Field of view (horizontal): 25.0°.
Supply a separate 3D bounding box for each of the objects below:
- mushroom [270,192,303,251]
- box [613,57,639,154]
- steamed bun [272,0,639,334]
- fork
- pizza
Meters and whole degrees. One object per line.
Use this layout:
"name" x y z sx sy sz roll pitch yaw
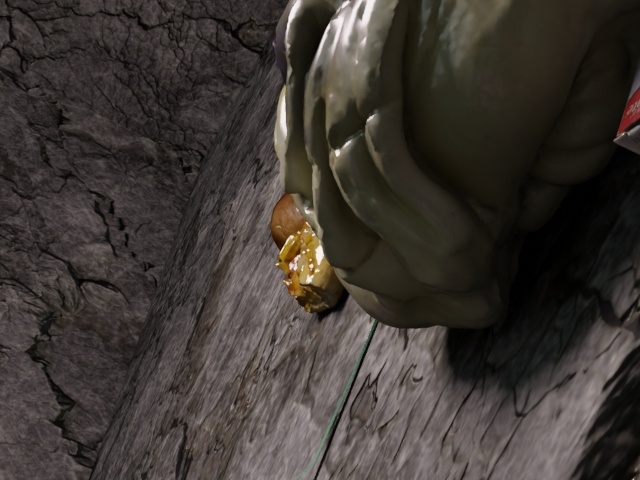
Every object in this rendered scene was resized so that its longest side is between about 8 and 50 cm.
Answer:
"mushroom" -0.019 -0.016 1.575 0.129 0.072 0.088 159 95 -84
"box" 0.211 -0.142 0.765 0.055 0.039 0.218 -41 25 63
"steamed bun" 0.074 -0.100 0.910 0.320 0.206 0.275 -57 10 20
"fork" -0.004 0.163 1.175 0.235 0.021 0.039 -68 13 -18
"pizza" 0.000 0.000 1.455 0.161 0.062 0.182 129 162 -60
